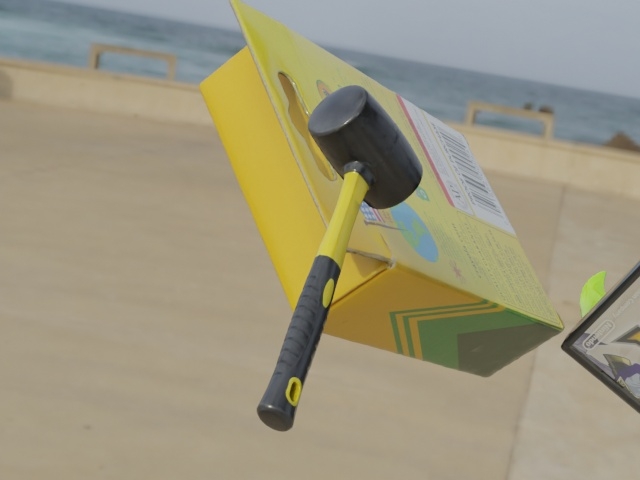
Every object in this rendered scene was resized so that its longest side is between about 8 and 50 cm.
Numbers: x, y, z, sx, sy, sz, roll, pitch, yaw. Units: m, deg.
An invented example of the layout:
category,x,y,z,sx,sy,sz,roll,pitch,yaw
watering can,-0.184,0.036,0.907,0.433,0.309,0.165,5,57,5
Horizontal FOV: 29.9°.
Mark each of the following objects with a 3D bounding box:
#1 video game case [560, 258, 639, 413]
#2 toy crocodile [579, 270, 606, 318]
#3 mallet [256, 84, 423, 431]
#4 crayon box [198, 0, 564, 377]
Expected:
category,x,y,z,sx,sy,sz,roll,pitch,yaw
video game case,0.331,0.070,0.789,0.248,0.275,0.035,40,44,7
toy crocodile,0.423,0.081,1.172,0.340,0.105,0.115,-3,-8,27
mallet,0.000,0.000,0.559,0.039,0.062,0.190,-15,32,34
crayon box,0.037,-0.025,0.843,0.318,0.081,0.202,22,39,-54
